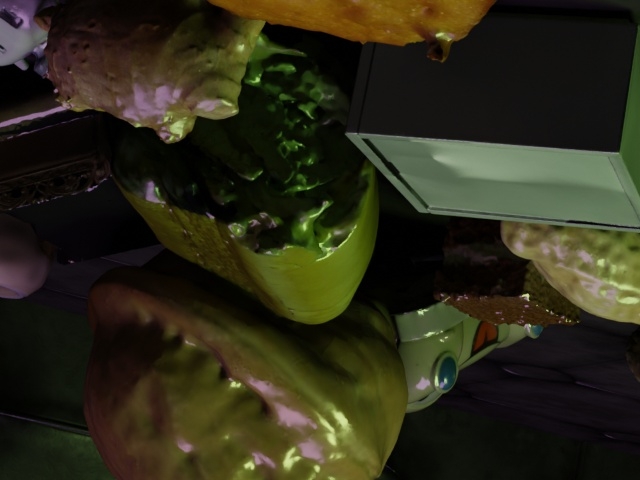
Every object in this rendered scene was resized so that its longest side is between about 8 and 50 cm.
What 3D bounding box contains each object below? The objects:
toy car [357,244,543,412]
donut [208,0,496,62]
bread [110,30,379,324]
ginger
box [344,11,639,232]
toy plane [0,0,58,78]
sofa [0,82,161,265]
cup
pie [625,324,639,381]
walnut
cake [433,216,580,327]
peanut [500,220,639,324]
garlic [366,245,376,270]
[{"bbox_3d":[0.106,0.141,1.915,0.242,0.226,0.336,-24,-166,-41],"label":"toy car"},{"bbox_3d":[0.009,-0.206,0.946,0.253,0.118,0.253,13,170,2],"label":"donut"},{"bbox_3d":[-0.055,-0.057,1.404,0.251,0.208,0.376,33,168,11],"label":"bread"},{"bbox_3d":[-0.149,-0.164,1.181,0.216,0.157,0.102,14,-172,22],"label":"ginger"},{"bbox_3d":[0.170,-0.101,1.244,0.225,0.117,0.225,6,166,22],"label":"box"},{"bbox_3d":[-0.277,-0.202,1.303,0.174,0.080,0.174,27,160,11],"label":"toy plane"},{"bbox_3d":[-0.273,-0.098,1.655,0.200,0.182,0.258,-12,159,18],"label":"sofa"},{"bbox_3d":[-0.433,-0.037,1.870,0.173,0.202,0.255,19,166,-29],"label":"cup"},{"bbox_3d":[0.462,0.099,1.594,0.274,0.274,0.055,-4,122,49],"label":"pie"},{"bbox_3d":[-0.086,0.171,1.676,0.384,0.383,0.383,11,167,3],"label":"walnut"},{"bbox_3d":[0.218,0.014,1.619,0.135,0.147,0.134,0,164,41],"label":"cake"},{"bbox_3d":[0.331,0.012,1.510,0.325,0.153,0.140,19,-162,-23],"label":"peanut"},{"bbox_3d":[0.000,0.000,1.868,0.147,0.102,0.159,2,-177,-19],"label":"garlic"}]
